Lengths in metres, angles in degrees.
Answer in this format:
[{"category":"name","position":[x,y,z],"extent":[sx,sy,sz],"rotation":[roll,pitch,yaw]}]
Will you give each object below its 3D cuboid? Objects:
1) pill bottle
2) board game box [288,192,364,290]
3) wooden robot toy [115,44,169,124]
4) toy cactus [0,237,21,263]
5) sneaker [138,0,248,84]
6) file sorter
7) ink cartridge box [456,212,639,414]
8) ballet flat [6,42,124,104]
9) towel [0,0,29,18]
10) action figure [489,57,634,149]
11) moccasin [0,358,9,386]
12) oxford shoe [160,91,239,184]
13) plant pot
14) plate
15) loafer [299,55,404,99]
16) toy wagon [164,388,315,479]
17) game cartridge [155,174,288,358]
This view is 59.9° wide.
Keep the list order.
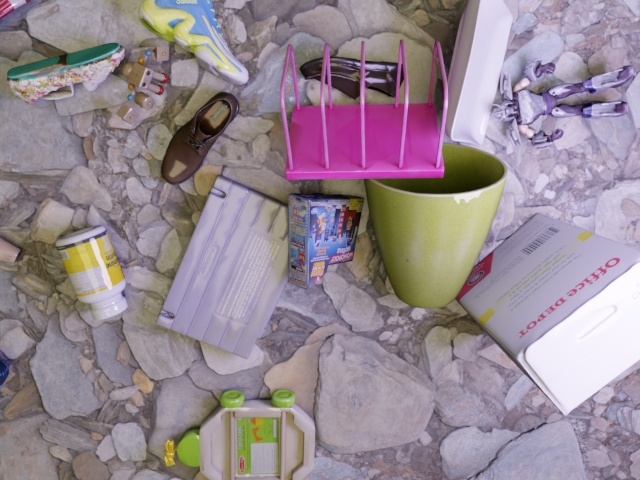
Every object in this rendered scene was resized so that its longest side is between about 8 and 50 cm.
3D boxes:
[{"category":"pill bottle","position":[-0.472,0.068,1.165],"extent":[0.103,0.103,0.184],"rotation":[-16,104,-1]},{"category":"board game box","position":[0.000,0.000,1.168],"extent":[0.060,0.194,0.194],"rotation":[20,106,35]},{"category":"wooden robot toy","position":[-0.365,-0.323,1.116],"extent":[0.079,0.076,0.173],"rotation":[31,101,25]},{"category":"toy cactus","position":[-0.717,-0.002,1.140],"extent":[0.180,0.112,0.219],"rotation":[24,91,-19]},{"category":"sneaker","position":[-0.224,-0.414,1.082],"extent":[0.240,0.091,0.126],"rotation":[32,87,-21]},{"category":"file sorter","position":[0.079,-0.248,1.019],"extent":[0.291,0.202,0.182],"rotation":[0,139,5]},{"category":"ink cartridge box","position":[0.460,0.122,1.106],"extent":[0.279,0.384,0.160],"rotation":[-40,103,5]},{"category":"ballet flat","position":[-0.492,-0.327,1.096],"extent":[0.241,0.091,0.077],"rotation":[-12,134,3]},{"category":"towel","position":[-0.741,-0.453,1.000],"extent":[0.329,0.037,0.237],"rotation":[-38,97,-13]},{"category":"action figure","position":[0.492,-0.292,1.162],"extent":[0.285,0.099,0.185],"rotation":[-10,104,-1]},{"category":"moccasin","position":[-0.809,0.196,1.152],"extent":[0.342,0.138,0.117],"rotation":[31,94,-11]},{"category":"oxford shoe","position":[-0.254,-0.207,1.124],"extent":[0.083,0.096,0.227],"rotation":[35,100,-13]},{"category":"plant pot","position":[0.225,-0.016,1.139],"extent":[0.275,0.275,0.293],"rotation":[-5,119,-3]},{"category":"plate","position":[0.300,-0.328,1.075],"extent":[0.045,0.277,0.278],"rotation":[15,103,25]},{"category":"loafer","position":[0.066,-0.327,1.128],"extent":[0.220,0.080,0.078],"rotation":[2,102,-5]},{"category":"toy wagon","position":[-0.187,0.478,1.300],"extent":[0.344,0.068,0.267],"rotation":[1,102,-4]},{"category":"game cartridge","position":[-0.186,0.063,1.211],"extent":[0.230,0.068,0.355],"rotation":[23,100,-13]}]
